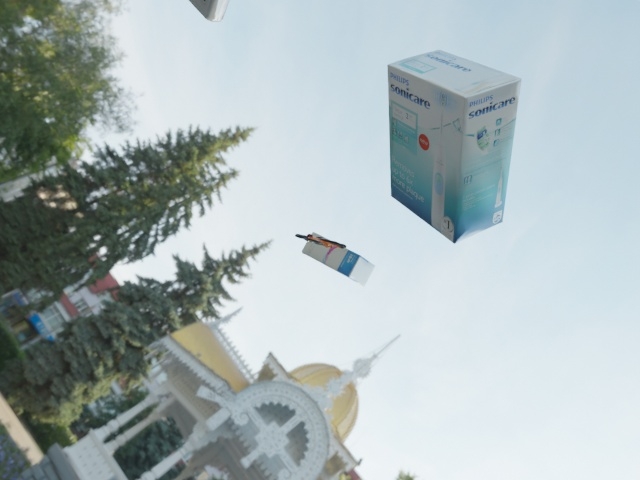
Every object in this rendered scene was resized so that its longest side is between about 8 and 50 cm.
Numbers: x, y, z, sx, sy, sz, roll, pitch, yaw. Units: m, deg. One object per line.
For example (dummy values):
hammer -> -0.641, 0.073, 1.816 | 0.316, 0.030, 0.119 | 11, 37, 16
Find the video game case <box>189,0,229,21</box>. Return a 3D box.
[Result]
video game case -> -0.113, -0.355, 0.487 | 0.193, 0.023, 0.212 | 50, -51, 23

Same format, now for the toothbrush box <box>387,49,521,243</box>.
toothbrush box -> 0.239, -0.180, 0.978 | 0.216, 0.126, 0.295 | 47, -29, 46

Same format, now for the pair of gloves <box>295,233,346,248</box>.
pair of gloves -> 0.000, 0.000, 0.887 | 0.083, 0.074, 0.010 | 6, -102, 61

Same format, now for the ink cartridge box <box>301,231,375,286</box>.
ink cartridge box -> 0.036, 0.037, 1.046 | 0.123, 0.052, 0.088 | 26, -4, 30
